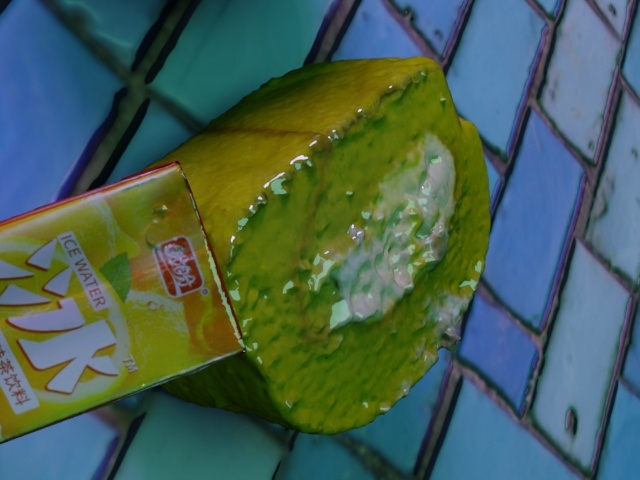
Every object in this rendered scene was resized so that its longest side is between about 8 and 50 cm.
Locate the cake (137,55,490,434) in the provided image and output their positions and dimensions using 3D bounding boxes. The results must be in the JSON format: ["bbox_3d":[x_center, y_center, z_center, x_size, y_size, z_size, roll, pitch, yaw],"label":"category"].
[{"bbox_3d":[0.000,0.000,0.662,0.260,0.156,0.179,-40,123,-35],"label":"cake"}]

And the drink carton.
[{"bbox_3d":[-0.154,0.044,0.483,0.223,0.071,0.096,-21,96,-6],"label":"drink carton"}]
